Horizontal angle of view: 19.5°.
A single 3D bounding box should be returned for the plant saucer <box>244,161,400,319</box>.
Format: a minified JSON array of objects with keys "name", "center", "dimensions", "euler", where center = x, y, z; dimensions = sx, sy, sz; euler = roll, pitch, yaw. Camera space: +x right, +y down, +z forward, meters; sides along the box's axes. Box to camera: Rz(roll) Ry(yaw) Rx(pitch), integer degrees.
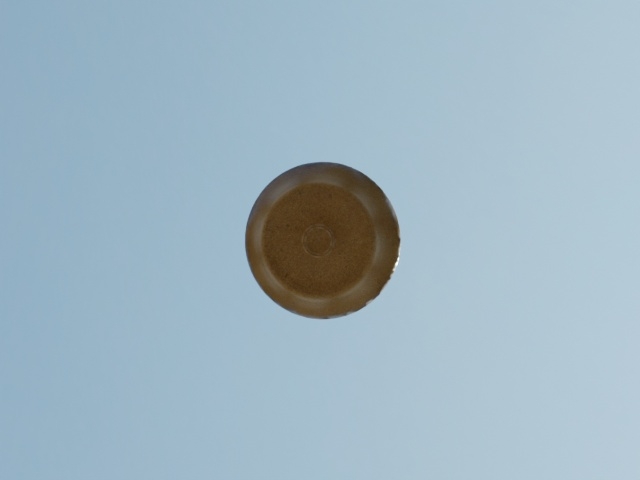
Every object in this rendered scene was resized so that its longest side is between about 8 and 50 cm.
[{"name":"plant saucer","center":[0.000,0.000,0.976],"dimensions":[0.083,0.015,0.083],"euler":[0,-90,8]}]
